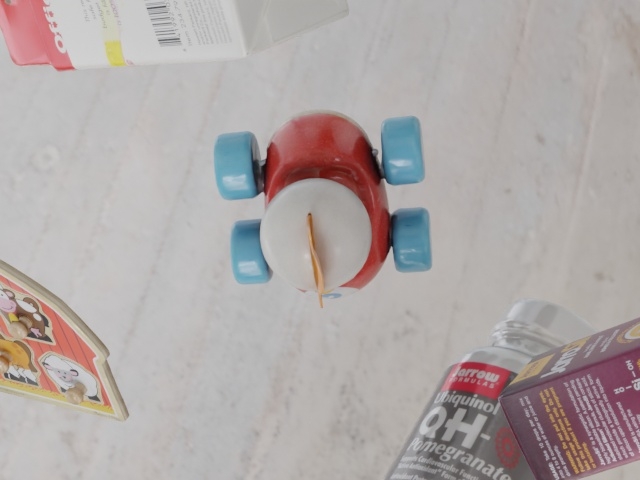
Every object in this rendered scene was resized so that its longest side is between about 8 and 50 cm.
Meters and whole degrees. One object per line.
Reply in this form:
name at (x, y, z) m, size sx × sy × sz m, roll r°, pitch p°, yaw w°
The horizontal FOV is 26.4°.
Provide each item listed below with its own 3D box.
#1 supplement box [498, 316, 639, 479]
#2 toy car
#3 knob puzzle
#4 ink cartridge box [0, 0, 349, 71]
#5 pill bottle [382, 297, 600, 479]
supplement box at (0.242, 0.106, 1.015) m, size 0.188 × 0.104 × 0.081 m, roll -24°, pitch 93°, yaw 28°
toy car at (0.000, 0.000, 1.401) m, size 0.219 × 0.210 × 0.238 m, roll -4°, pitch 29°, yaw 7°
knob puzzle at (-0.287, 0.098, 1.320) m, size 0.213 × 0.213 × 0.030 m, roll 14°, pitch 46°, yaw 26°
ink cartridge box at (-0.102, -0.168, 0.747) m, size 0.078 × 0.134 × 0.231 m, roll -29°, pitch 23°, yaw -36°
pill bottle at (0.180, 0.222, 1.409) m, size 0.176 × 0.176 × 0.318 m, roll 18°, pitch 60°, yaw 28°
